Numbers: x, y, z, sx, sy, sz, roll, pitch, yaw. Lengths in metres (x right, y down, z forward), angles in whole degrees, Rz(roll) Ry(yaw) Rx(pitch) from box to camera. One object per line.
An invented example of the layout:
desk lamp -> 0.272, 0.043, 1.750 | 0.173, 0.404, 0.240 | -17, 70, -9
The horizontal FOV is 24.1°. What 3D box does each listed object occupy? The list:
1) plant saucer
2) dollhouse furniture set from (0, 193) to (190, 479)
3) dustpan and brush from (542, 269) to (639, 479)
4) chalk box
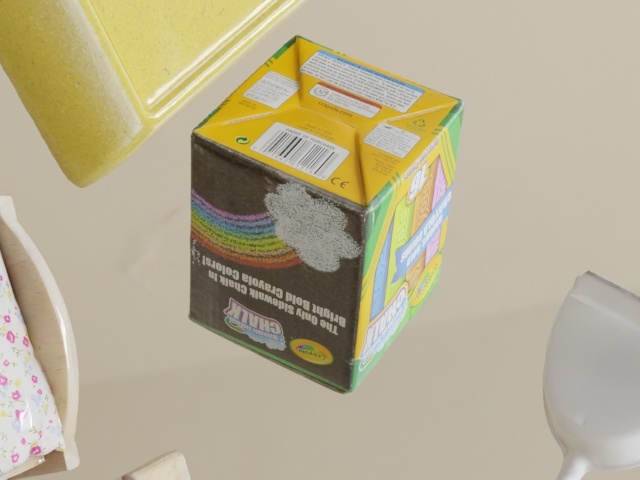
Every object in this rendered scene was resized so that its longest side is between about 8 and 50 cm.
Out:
plant saucer -> -0.127, -0.253, 1.206 | 0.081, 0.333, 0.333 | 20, -125, 43
dollhouse furniture set -> -0.105, 0.069, 0.672 | 0.174, 0.355, 0.303 | -14, -177, 27
dustpan and brush -> 0.217, 0.149, 1.195 | 0.147, 0.060, 0.211 | 30, -101, 29
chalk box -> 0.000, 0.000, 1.349 | 0.180, 0.289, 0.179 | 25, -133, 19
